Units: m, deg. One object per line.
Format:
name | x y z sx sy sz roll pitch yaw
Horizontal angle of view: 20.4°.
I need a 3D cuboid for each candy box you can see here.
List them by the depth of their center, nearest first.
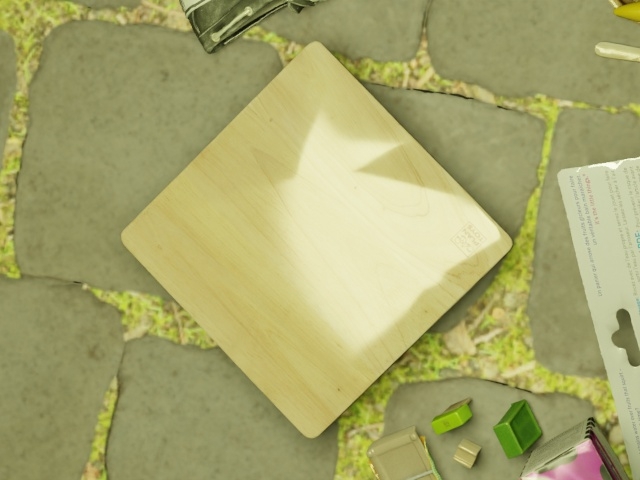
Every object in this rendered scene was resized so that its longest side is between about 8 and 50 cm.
candy box | 0.240 0.242 1.510 0.071 0.233 0.159 -30 84 8

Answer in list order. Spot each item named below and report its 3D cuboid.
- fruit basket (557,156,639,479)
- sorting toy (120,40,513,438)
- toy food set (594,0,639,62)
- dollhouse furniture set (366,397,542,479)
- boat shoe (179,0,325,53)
fruit basket | 0.408 0.053 1.511 0.353 0.165 0.327 -7 114 25
sorting toy | 0.000 0.000 1.627 0.255 0.089 0.257 -45 83 6
toy food set | 0.314 -0.254 1.603 0.132 0.038 0.192 6 90 10
dollhouse furniture set | 0.122 0.192 1.638 0.151 0.058 0.076 -26 93 27
boat shoe | -0.023 -0.245 1.645 0.219 0.078 0.070 -27 84 16
